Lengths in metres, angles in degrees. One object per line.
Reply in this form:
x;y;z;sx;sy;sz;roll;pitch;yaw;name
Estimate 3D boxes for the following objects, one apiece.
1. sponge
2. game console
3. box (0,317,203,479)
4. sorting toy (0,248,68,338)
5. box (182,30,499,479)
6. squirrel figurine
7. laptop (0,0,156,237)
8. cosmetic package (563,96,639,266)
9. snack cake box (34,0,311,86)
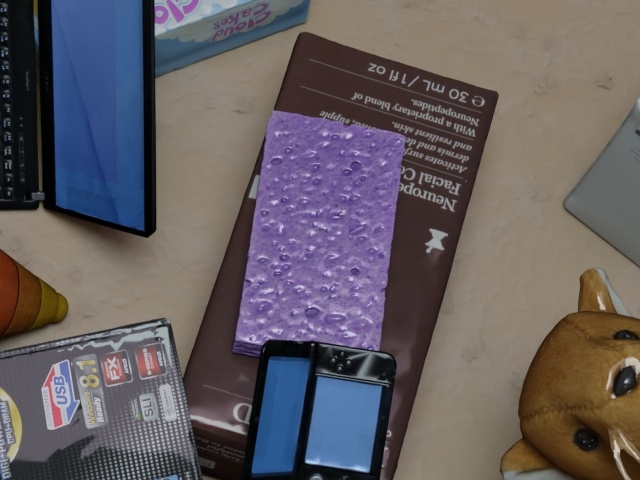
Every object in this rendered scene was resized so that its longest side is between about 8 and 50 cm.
0.000;0.000;1.464;0.117;0.031;0.210;9;67;-3;sponge
0.000;0.142;1.375;0.107;0.071;0.122;9;91;0;game console
-0.194;0.211;1.363;0.216;0.060;0.270;-11;85;-8;box
-0.267;0.166;1.484;0.126;0.127;0.365;12;66;-36;sorting toy
0.010;0.028;1.544;0.191;0.143;0.381;17;68;-1;box
0.332;0.179;1.420;0.370;0.397;0.281;20;87;4;squirrel figurine
-0.275;-0.125;1.505;0.264;0.136;0.234;-1;104;-9;laptop
0.360;-0.108;1.603;0.138;0.224;0.224;39;68;6;cosmetic package
-0.156;-0.239;1.654;0.264;0.089;0.152;-23;72;-16;snack cake box
